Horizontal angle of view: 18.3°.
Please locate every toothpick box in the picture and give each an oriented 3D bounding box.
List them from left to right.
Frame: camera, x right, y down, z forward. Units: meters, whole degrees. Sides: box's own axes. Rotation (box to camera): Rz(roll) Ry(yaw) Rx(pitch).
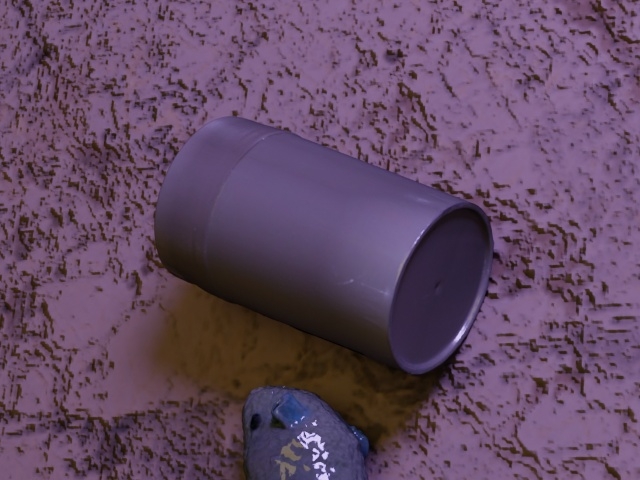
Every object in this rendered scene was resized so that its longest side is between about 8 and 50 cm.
[{"bbox_3d":[0.000,0.000,1.185,0.181,0.111,0.111,21,84,32],"label":"toothpick box"}]

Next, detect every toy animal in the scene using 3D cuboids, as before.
[{"bbox_3d":[0.021,0.182,1.136,0.079,0.070,0.253,-50,58,24],"label":"toy animal"}]
